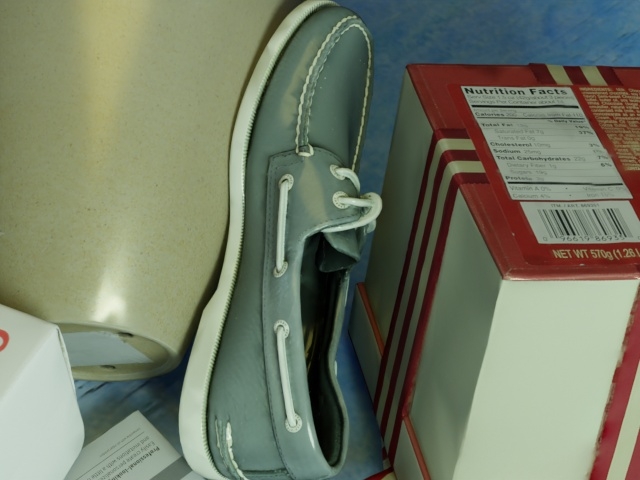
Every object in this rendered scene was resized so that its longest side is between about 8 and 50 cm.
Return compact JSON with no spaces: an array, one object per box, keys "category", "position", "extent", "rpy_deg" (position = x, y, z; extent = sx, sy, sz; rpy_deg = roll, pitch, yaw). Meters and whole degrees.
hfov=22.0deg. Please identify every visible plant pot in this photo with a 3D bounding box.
[{"category":"plant pot","position":[-0.141,-0.055,1.086],"extent":[0.256,0.256,0.274],"rpy_deg":[5,68,-5]}]

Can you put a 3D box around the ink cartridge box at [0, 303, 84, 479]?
[{"category":"ink cartridge box","position":[-0.312,0.109,0.968],"extent":[0.283,0.117,0.207],"rpy_deg":[18,51,17]}]

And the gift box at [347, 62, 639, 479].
[{"category":"gift box","position":[0.152,0.066,1.004],"extent":[0.255,0.258,0.276],"rpy_deg":[2,38,-10]}]

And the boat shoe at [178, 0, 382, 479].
[{"category":"boat shoe","position":[0.000,0.000,1.037],"extent":[0.099,0.116,0.319],"rpy_deg":[5,74,33]}]

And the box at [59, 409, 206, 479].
[{"category":"box","position":[-0.107,0.211,0.997],"extent":[0.145,0.038,0.186],"rpy_deg":[-34,66,-28]}]
